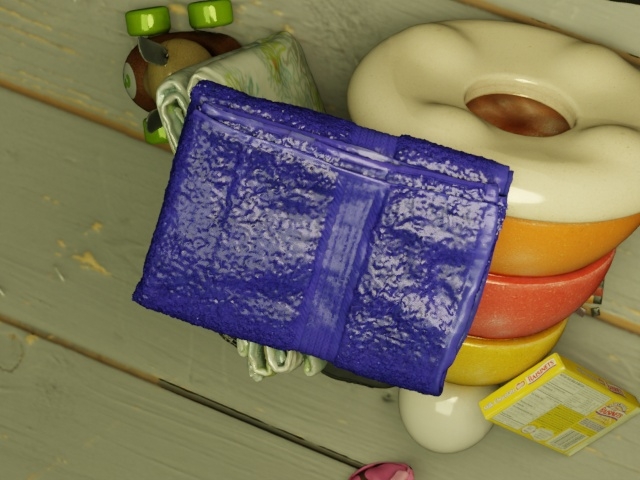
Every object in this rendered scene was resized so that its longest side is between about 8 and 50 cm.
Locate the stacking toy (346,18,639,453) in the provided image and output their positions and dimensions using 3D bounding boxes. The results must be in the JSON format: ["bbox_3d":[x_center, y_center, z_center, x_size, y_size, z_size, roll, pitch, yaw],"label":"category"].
[{"bbox_3d":[0.172,0.032,1.687,0.350,0.351,0.480,17,126,10],"label":"stacking toy"}]

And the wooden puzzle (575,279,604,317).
[{"bbox_3d":[0.296,0.046,1.765,0.049,0.006,0.083,7,105,13],"label":"wooden puzzle"}]

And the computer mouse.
[{"bbox_3d":[-0.012,0.126,1.846,0.242,0.041,0.071,11,106,12],"label":"computer mouse"}]

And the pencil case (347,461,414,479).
[{"bbox_3d":[0.103,0.366,1.849,0.098,0.095,0.209,-11,105,52],"label":"pencil case"}]

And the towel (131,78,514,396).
[{"bbox_3d":[0.000,0.000,1.411,0.308,0.076,0.228,17,99,3],"label":"towel"}]

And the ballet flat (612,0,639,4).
[{"bbox_3d":[0.322,-0.283,1.662,0.173,0.057,0.049,17,76,4],"label":"ballet flat"}]

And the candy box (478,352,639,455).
[{"bbox_3d":[0.267,0.183,1.716,0.105,0.206,0.027,-38,54,18],"label":"candy box"}]

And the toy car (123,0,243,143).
[{"bbox_3d":[-0.169,-0.179,1.734,0.148,0.188,0.155,-5,102,15],"label":"toy car"}]

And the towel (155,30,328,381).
[{"bbox_3d":[-0.038,-0.048,1.633,0.090,0.374,0.321,-15,99,16],"label":"towel"}]
